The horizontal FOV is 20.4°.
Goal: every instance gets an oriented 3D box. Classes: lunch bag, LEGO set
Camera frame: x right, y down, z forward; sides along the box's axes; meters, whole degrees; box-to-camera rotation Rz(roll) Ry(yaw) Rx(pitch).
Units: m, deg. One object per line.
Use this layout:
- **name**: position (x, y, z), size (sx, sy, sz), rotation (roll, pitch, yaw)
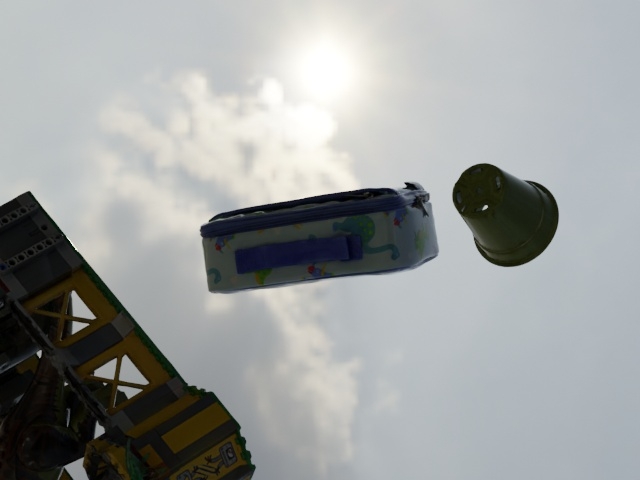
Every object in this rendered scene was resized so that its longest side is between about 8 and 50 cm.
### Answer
- **lunch bag**: position (0.000, 0.000, 1.747), size (0.219, 0.176, 0.090), rotation (-8, -88, 19)
- **LEGO set**: position (-0.194, 0.148, 0.982), size (0.255, 0.192, 0.331), rotation (53, -30, 10)

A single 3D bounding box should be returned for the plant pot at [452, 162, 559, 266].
- **plant pot**: position (0.153, -0.029, 1.545), size (0.083, 0.079, 0.083), rotation (-14, -118, 28)
